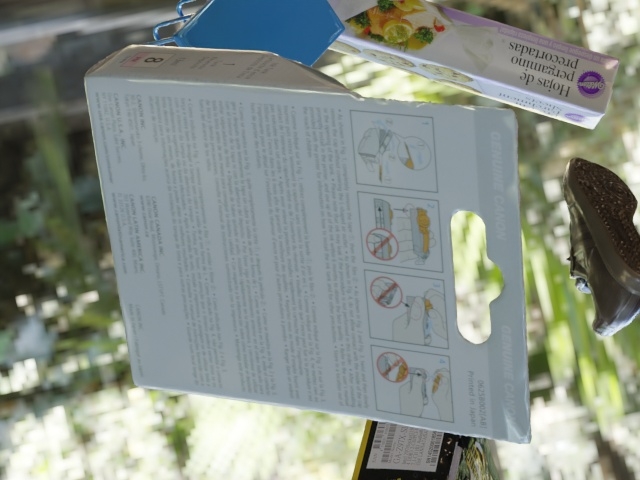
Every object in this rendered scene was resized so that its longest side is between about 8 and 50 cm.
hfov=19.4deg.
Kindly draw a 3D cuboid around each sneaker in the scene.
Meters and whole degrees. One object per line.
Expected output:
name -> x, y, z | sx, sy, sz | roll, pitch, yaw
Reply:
sneaker -> 0.222, 0.002, 1.527 | 0.066, 0.071, 0.188 | 22, -152, -17

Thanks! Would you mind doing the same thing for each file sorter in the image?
file sorter -> -0.085, -0.195, 1.823 | 0.104, 0.118, 0.170 | -7, -145, 50

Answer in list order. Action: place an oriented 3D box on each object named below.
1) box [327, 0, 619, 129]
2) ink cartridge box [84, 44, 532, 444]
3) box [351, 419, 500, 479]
box -> 0.137, -0.194, 1.902 | 0.324, 0.063, 0.067 | 17, 170, 1
ink cartridge box -> 0.000, 0.000, 0.963 | 0.232, 0.189, 0.066 | 4, -153, 20
box -> 0.085, 0.302, 1.338 | 0.079, 0.257, 0.322 | -2, 138, 19
